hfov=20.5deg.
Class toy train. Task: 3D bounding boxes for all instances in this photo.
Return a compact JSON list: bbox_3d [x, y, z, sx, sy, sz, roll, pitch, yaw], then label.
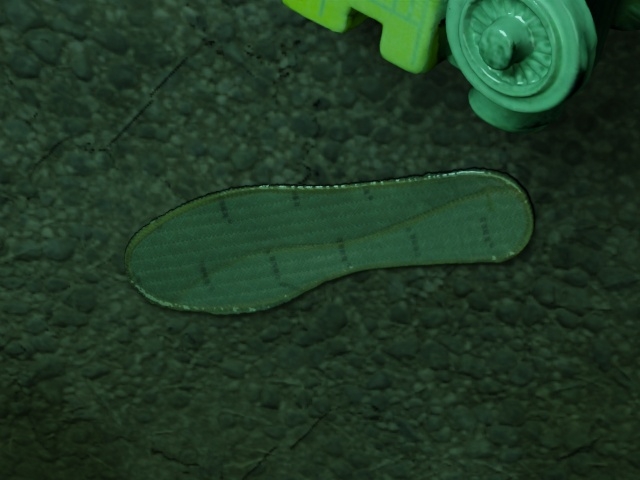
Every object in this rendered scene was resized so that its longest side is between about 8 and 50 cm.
[{"bbox_3d":[0.111,-0.277,1.075,0.272,0.179,0.442,31,135,20],"label":"toy train"}]

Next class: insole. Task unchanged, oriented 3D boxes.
[{"bbox_3d":[0.000,0.000,1.422,0.348,0.009,0.119,-8,121,18],"label":"insole"}]
